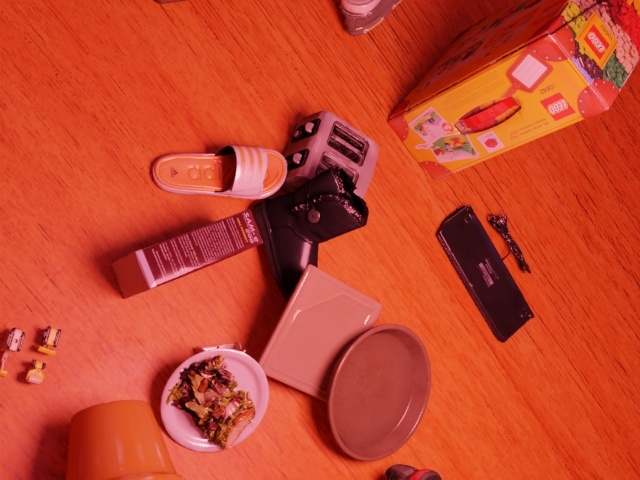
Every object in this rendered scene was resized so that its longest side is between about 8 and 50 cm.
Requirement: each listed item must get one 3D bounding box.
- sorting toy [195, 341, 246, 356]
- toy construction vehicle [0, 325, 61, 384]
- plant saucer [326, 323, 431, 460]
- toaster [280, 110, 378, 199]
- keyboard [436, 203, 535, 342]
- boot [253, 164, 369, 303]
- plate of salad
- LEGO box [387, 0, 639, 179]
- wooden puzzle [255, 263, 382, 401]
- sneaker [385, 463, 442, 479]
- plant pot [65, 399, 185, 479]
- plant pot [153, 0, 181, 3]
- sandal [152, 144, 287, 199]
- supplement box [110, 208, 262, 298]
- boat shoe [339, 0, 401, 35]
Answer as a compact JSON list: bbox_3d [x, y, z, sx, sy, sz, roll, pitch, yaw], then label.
[{"bbox_3d":[-0.175,0.209,1.612,0.083,0.075,0.044,-3,80,-33],"label":"sorting toy"},{"bbox_3d":[-0.481,0.183,1.449,0.086,0.035,0.098,24,68,-38],"label":"toy construction vehicle"},{"bbox_3d":[0.113,0.299,1.753,0.278,0.041,0.277,-8,103,-39],"label":"plant saucer"},{"bbox_3d":[0.017,-0.148,1.806,0.186,0.110,0.168,31,64,-23],"label":"toaster"},{"bbox_3d":[0.403,0.059,2.055,0.202,0.033,0.317,-35,99,-28],"label":"keyboard"},{"bbox_3d":[0.000,0.000,1.692,0.094,0.207,0.246,-14,83,-62],"label":"boot"},{"bbox_3d":[-0.183,0.289,1.566,0.200,0.048,0.199,-6,106,-21],"label":"plate of salad"},{"bbox_3d":[0.436,-0.376,1.899,0.193,0.500,0.372,47,58,-14],"label":"LEGO box"},{"bbox_3d":[-0.003,0.181,1.692,0.239,0.044,0.220,32,83,-41],"label":"wooden puzzle"},{"bbox_3d":[0.150,0.563,1.726,0.098,0.135,0.275,8,97,-44],"label":"sneaker"},{"bbox_3d":[-0.324,0.365,1.416,0.205,0.205,0.187,2,62,-33],"label":"plant pot"},{"bbox_3d":[-0.240,-0.565,1.679,0.229,0.263,0.263,-29,95,-18],"label":"plant pot"},{"bbox_3d":[-0.180,-0.130,1.670,0.266,0.076,0.101,-5,80,-23],"label":"sandal"},{"bbox_3d":[-0.239,0.023,1.584,0.240,0.130,0.073,-24,92,-34],"label":"supplement box"},{"bbox_3d":[0.140,-0.571,2.004,0.109,0.091,0.305,24,51,21],"label":"boat shoe"}]
